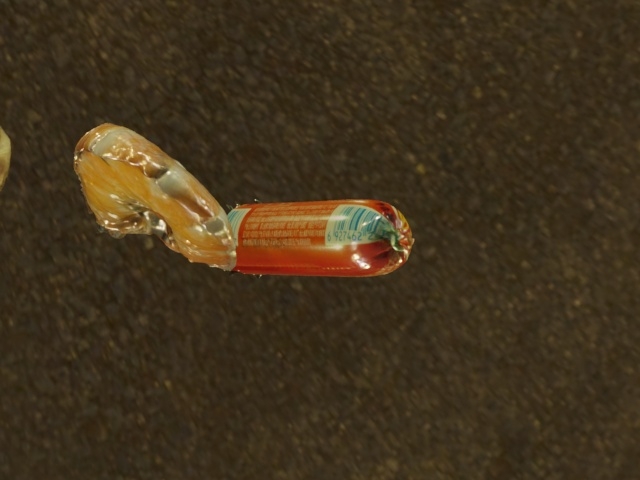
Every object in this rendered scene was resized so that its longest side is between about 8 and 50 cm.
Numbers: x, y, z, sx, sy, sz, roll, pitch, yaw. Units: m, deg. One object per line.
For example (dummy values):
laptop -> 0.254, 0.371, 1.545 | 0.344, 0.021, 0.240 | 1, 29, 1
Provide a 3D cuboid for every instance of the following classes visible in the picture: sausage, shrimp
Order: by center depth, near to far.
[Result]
shrimp -> -0.146, -0.024, 1.204 | 0.164, 0.317, 0.062 | 43, 75, -5
sausage -> 0.000, 0.000, 1.282 | 0.083, 0.264, 0.083 | 0, 90, -35

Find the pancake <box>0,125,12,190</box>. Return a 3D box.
pancake -> -0.394, -0.034, 1.248 | 0.250, 0.250, 0.031 | -35, 140, -4
